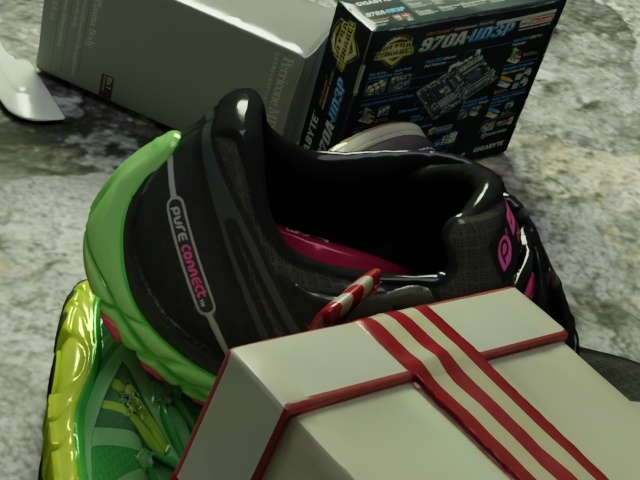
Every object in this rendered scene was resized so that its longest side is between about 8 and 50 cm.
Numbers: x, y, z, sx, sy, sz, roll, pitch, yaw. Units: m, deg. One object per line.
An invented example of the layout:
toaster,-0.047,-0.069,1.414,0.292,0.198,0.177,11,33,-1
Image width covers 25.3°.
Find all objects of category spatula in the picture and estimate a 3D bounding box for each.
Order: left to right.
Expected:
spatula,-0.343,-0.170,1.226,0.168,0.019,0.242,-13,49,-31

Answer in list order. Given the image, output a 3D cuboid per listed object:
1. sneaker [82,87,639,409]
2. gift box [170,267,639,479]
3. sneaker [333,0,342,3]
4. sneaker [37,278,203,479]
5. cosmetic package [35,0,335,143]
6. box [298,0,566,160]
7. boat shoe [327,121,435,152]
sneaker,0.087,0.061,0.924,0.483,0.202,0.185,25,34,-25
gift box,0.060,0.184,0.747,0.276,0.255,0.258,-4,40,-50
sneaker,0.101,-0.284,1.467,0.290,0.106,0.123,0,38,-36
sneaker,-0.113,0.132,0.891,0.123,0.109,0.295,6,41,-9
cosmetic package,-0.113,-0.171,1.228,0.238,0.127,0.107,24,37,11
box,0.094,-0.136,1.225,0.220,0.175,0.051,-16,50,-33
boat shoe,0.000,0.000,1.098,0.092,0.103,0.285,43,49,20
